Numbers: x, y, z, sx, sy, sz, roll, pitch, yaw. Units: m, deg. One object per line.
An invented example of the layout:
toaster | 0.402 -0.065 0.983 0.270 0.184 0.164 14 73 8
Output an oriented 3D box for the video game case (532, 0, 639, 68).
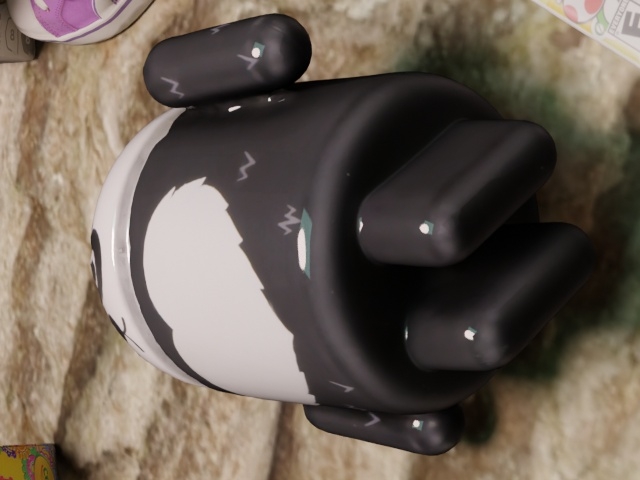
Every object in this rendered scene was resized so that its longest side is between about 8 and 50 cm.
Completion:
video game case | 0.148 -0.222 0.710 0.206 0.026 0.227 42 120 38

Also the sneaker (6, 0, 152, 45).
sneaker | -0.167 -0.209 0.952 0.282 0.161 0.102 -23 75 46

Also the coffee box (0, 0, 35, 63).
coffee box | -0.424 -0.300 1.009 0.338 0.337 0.334 1 91 17

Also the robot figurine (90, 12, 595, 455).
robot figurine | -0.001 0.003 0.765 0.278 0.173 0.209 1 84 47

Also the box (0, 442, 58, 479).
box | -0.327 0.313 1.045 0.279 0.177 0.290 -15 79 16
